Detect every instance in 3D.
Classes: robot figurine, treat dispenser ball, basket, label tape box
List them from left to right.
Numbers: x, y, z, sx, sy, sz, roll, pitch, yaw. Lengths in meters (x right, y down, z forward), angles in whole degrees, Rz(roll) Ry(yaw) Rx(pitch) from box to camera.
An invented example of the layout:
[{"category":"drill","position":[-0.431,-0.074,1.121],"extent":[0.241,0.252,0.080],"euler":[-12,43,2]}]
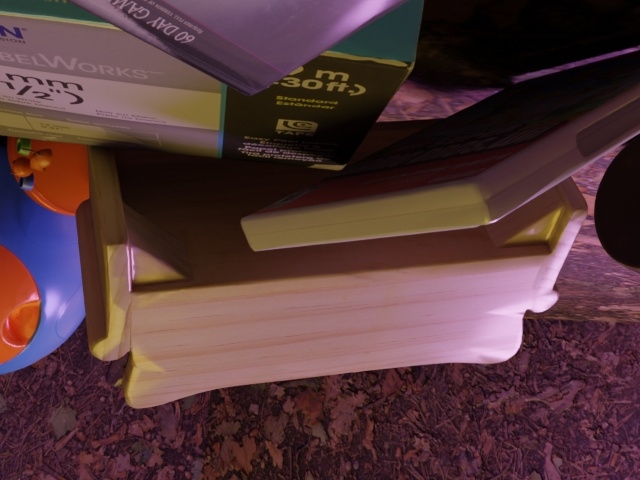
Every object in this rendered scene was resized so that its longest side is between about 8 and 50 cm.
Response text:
[{"category":"treat dispenser ball","position":[-0.418,0.023,1.171],"extent":[0.288,0.288,0.288],"euler":[6,172,1]},{"category":"robot figurine","position":[-0.191,-0.088,0.831],"extent":[0.158,0.128,0.219],"euler":[6,173,-44]},{"category":"label tape box","position":[-0.081,-0.133,0.488],"extent":[0.249,0.115,0.347],"euler":[6,173,-6]},{"category":"basket","position":[0.378,-0.011,0.879],"extent":[0.226,0.154,0.204],"euler":[16,167,-33]}]

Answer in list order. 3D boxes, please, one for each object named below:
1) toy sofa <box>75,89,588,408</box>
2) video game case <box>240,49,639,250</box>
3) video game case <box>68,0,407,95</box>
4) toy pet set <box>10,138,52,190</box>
[{"category":"toy sofa","position":[0.000,0.000,0.735],"extent":[0.362,0.150,0.177],"euler":[-5,136,-16]},{"category":"video game case","position":[0.115,-0.065,0.584],"extent":[0.285,0.025,0.204],"euler":[-28,-167,-35]},{"category":"video game case","position":[0.030,-0.141,0.258],"extent":[0.274,0.026,0.196],"euler":[-28,157,24]},{"category":"toy pet set","position":[-0.235,-0.116,0.706],"extent":[0.065,0.122,0.114],"euler":[3,155,-35]}]
